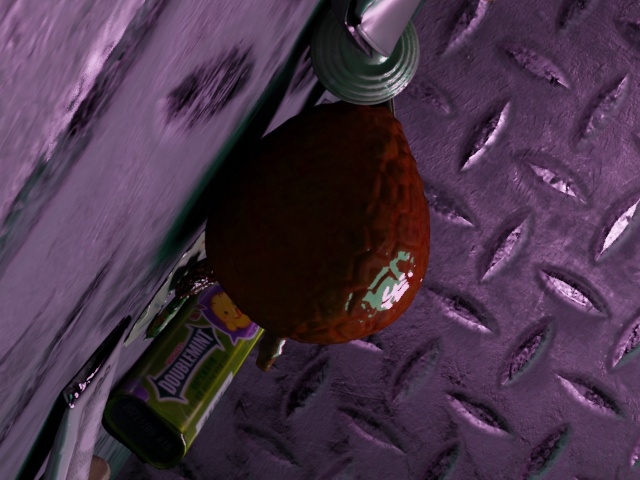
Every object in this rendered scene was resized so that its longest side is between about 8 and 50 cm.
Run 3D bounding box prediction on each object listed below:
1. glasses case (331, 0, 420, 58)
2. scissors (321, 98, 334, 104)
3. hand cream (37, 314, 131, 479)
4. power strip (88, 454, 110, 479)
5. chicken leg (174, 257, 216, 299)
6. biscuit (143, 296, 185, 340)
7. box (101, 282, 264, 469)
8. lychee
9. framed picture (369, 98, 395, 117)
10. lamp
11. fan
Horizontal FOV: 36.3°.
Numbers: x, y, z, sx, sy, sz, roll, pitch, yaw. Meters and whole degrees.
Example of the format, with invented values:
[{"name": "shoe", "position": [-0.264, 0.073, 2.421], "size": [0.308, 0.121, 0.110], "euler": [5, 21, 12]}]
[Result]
[{"name": "glasses case", "position": [0.090, -0.278, 0.701], "size": [0.308, 0.083, 0.128], "euler": [-56, 175, 14]}, {"name": "scissors", "position": [-0.035, -0.144, 1.687], "size": [0.118, 0.030, 0.242], "euler": [-57, 176, -34]}, {"name": "hand cream", "position": [-0.265, 0.227, 1.021], "size": [0.121, 0.076, 0.336], "euler": [-66, -179, -54]}, {"name": "power strip", "position": [-0.425, 0.469, 1.406], "size": [0.092, 0.066, 0.387], "euler": [-54, -176, 40]}, {"name": "chicken leg", "position": [-0.144, 0.045, 1.193], "size": [0.062, 0.037, 0.145], "euler": [-36, -176, 14]}, {"name": "biscuit", "position": [-0.195, 0.094, 1.239], "size": [0.089, 0.016, 0.046], "euler": [-49, -178, 43]}, {"name": "box", "position": [-0.193, 0.186, 1.474], "size": [0.097, 0.134, 0.345], "euler": [-51, -178, 33]}, {"name": "lychee", "position": [0.000, 0.000, 1.031], "size": [0.255, 0.255, 0.300], "euler": [-57, 158, -65]}, {"name": "framed picture", "position": [0.070, -0.192, 1.428], "size": [0.197, 0.014, 0.252], "euler": [125, -35, -62]}, {"name": "lamp", "position": [0.037, -0.187, 0.983], "size": [0.106, 0.106, 0.193], "euler": [-56, -172, 1]}, {"name": "fan", "position": [-0.171, 0.044, 1.169], "size": [0.131, 0.009, 0.240], "euler": [-59, 178, 40]}]
